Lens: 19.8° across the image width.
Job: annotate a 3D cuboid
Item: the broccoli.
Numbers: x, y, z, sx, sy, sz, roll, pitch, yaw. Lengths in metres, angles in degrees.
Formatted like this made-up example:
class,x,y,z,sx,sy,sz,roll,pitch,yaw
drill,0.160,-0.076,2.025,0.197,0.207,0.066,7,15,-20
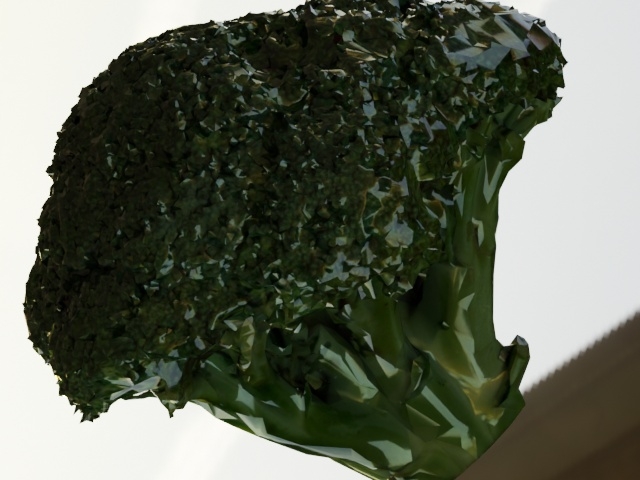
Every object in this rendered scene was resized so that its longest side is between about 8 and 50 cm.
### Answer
class,x,y,z,sx,sy,sz,roll,pitch,yaw
broccoli,0.000,0.000,0.930,0.308,0.275,0.308,-44,-178,2
